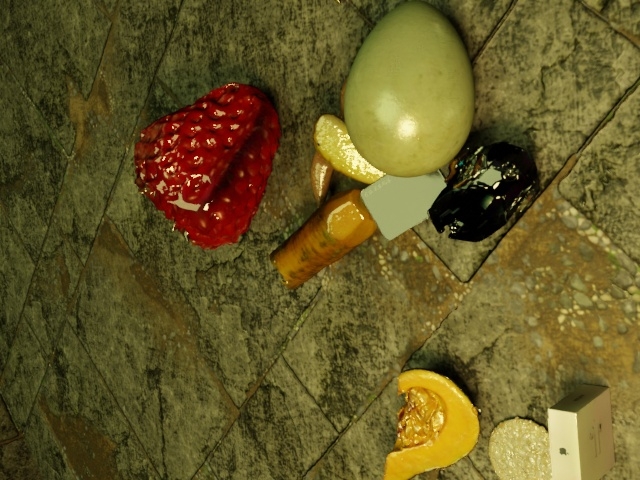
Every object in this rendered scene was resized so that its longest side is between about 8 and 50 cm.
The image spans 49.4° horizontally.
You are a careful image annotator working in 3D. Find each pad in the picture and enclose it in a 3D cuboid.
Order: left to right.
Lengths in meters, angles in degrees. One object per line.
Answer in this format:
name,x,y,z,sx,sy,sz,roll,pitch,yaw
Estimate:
pad,0.160,-0.082,1.293,0.157,0.003,0.112,-33,83,22

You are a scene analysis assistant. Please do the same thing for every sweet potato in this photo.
sweet potato,0.032,-0.195,1.396,0.067,0.059,0.281,33,122,13

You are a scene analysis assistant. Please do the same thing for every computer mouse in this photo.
computer mouse,0.263,-0.070,1.153,0.146,0.077,0.241,36,140,2

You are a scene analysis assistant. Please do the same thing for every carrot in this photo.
carrot,0.000,0.000,1.433,0.302,0.114,0.114,-39,71,42

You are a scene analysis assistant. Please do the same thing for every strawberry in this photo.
strawberry,-0.225,-0.180,1.534,0.345,0.295,0.317,-46,43,3

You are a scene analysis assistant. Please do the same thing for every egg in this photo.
egg,0.151,-0.253,1.164,0.218,0.218,0.295,10,94,42

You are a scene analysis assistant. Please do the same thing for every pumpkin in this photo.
pumpkin,0.223,0.362,1.314,0.163,0.111,0.278,15,108,24

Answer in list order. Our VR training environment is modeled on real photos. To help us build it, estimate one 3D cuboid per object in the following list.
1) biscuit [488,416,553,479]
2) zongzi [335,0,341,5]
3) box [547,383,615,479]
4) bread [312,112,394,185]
biscuit,0.364,0.386,1.228,0.152,0.020,0.152,10,104,43
zongzi,0.033,-0.577,1.313,0.184,0.084,0.187,51,125,6
box,0.410,0.309,1.091,0.051,0.130,0.129,0,98,43
bread,0.081,-0.195,1.320,0.188,0.065,0.149,26,113,0
